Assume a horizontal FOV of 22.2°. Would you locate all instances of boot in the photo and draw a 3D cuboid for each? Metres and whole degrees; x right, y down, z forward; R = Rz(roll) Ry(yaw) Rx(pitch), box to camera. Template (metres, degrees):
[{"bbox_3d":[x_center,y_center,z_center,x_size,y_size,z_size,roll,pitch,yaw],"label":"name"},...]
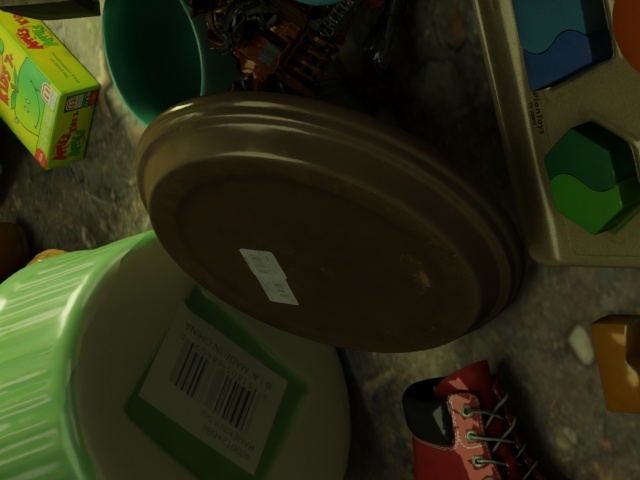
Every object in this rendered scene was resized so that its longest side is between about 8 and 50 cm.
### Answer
[{"bbox_3d":[0.144,0.179,1.118,0.244,0.088,0.176,17,118,51],"label":"boot"}]

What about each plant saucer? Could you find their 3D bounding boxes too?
[{"bbox_3d":[0.000,0.000,1.106,0.278,0.041,0.278,15,151,9],"label":"plant saucer"}]

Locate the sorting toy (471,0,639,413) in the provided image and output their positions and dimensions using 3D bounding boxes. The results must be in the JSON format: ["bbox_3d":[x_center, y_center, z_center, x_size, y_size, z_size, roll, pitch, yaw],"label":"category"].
[{"bbox_3d":[0.198,-0.036,0.981,0.229,0.041,0.307,-1,105,52],"label":"sorting toy"}]

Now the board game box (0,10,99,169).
[{"bbox_3d":[-0.279,-0.160,1.516,0.181,0.043,0.092,47,138,27],"label":"board game box"}]

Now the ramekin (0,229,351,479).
[{"bbox_3d":[-0.120,0.136,1.255,0.148,0.303,0.303,-24,87,46],"label":"ramekin"}]

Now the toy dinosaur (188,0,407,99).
[{"bbox_3d":[-0.041,-0.214,1.103,0.164,0.219,0.321,127,154,-74],"label":"toy dinosaur"}]

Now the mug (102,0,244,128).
[{"bbox_3d":[-0.091,-0.141,1.245,0.129,0.097,0.157,32,130,38],"label":"mug"}]

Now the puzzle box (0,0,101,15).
[{"bbox_3d":[-0.200,-0.294,1.144,0.409,0.052,0.272,-128,32,-81],"label":"puzzle box"}]

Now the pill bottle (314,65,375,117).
[{"bbox_3d":[0.011,-0.062,1.172,0.137,0.078,0.078,52,140,22],"label":"pill bottle"}]

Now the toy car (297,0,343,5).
[{"bbox_3d":[0.104,-0.242,0.918,0.238,0.219,0.210,4,112,20],"label":"toy car"}]

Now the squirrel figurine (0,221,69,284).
[{"bbox_3d":[-0.263,0.206,1.491,0.371,0.281,0.396,14,105,31],"label":"squirrel figurine"}]

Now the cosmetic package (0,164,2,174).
[{"bbox_3d":[-0.463,-0.184,1.608,0.365,0.155,0.197,59,161,17],"label":"cosmetic package"}]
